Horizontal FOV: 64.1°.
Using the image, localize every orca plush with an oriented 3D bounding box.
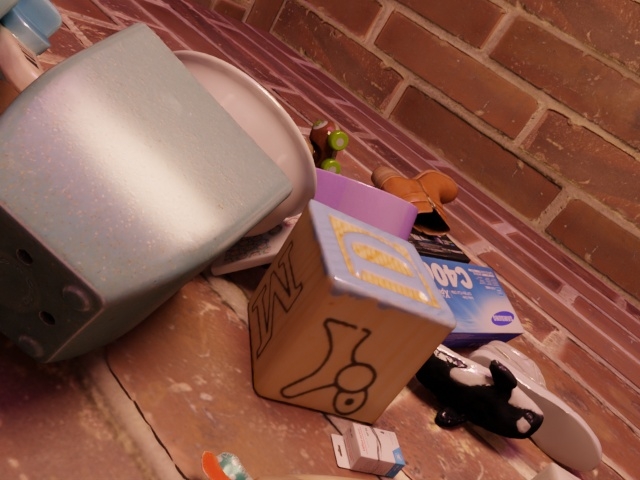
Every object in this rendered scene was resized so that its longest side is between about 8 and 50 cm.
[{"bbox_3d":[0.204,0.228,0.775,0.287,0.151,0.102,42,58,-12],"label":"orca plush"}]

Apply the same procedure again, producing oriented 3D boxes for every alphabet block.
[{"bbox_3d":[0.029,0.097,0.696,0.192,0.197,0.193,23,26,-22],"label":"alphabet block"}]

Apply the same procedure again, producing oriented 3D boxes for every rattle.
[{"bbox_3d":[-0.022,0.284,0.484,0.199,0.143,0.130,9,-3,-15],"label":"rattle"}]

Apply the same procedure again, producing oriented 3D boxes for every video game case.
[{"bbox_3d":[-0.092,-0.009,0.825,0.143,0.157,0.019,-91,165,-55],"label":"video game case"}]

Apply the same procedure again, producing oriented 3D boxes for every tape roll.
[{"bbox_3d":[0.056,-0.068,1.044,0.274,0.090,0.275,20,1,0],"label":"tape roll"}]

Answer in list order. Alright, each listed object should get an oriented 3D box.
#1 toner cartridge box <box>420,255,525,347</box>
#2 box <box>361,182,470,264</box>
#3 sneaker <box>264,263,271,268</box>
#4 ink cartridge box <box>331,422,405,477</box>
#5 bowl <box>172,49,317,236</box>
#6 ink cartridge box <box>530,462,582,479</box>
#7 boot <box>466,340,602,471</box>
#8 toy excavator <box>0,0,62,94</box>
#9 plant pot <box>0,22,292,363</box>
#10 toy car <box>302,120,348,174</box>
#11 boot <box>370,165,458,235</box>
[{"bbox_3d":[0.262,0.125,1.022,0.347,0.075,0.165,9,52,-42],"label":"toner cartridge box"},{"bbox_3d":[0.197,-0.033,1.302,0.295,0.073,0.293,8,32,-42],"label":"box"},{"bbox_3d":[0.000,0.000,0.966,0.283,0.107,0.124,16,23,-32],"label":"sneaker"},{"bbox_3d":[0.058,0.257,0.631,0.083,0.028,0.048,21,26,-24],"label":"ink cartridge box"},{"bbox_3d":[-0.164,-0.099,0.724,0.298,0.298,0.134,34,61,3],"label":"bowl"},{"bbox_3d":[0.244,0.366,0.521,0.078,0.134,0.231,33,25,0],"label":"ink cartridge box"},{"bbox_3d":[0.389,0.276,0.912,0.258,0.095,0.123,43,33,25],"label":"boot"},{"bbox_3d":[-0.490,-0.306,0.769,0.445,0.222,0.433,49,-1,38],"label":"toy excavator"},{"bbox_3d":[-0.228,-0.027,0.526,0.247,0.248,0.252,47,34,-11],"label":"plant pot"},{"bbox_3d":[-0.048,-0.256,1.367,0.188,0.149,0.155,6,21,-25],"label":"toy car"},{"bbox_3d":[0.283,-0.098,1.305,0.283,0.109,0.220,13,29,-32],"label":"boot"}]
